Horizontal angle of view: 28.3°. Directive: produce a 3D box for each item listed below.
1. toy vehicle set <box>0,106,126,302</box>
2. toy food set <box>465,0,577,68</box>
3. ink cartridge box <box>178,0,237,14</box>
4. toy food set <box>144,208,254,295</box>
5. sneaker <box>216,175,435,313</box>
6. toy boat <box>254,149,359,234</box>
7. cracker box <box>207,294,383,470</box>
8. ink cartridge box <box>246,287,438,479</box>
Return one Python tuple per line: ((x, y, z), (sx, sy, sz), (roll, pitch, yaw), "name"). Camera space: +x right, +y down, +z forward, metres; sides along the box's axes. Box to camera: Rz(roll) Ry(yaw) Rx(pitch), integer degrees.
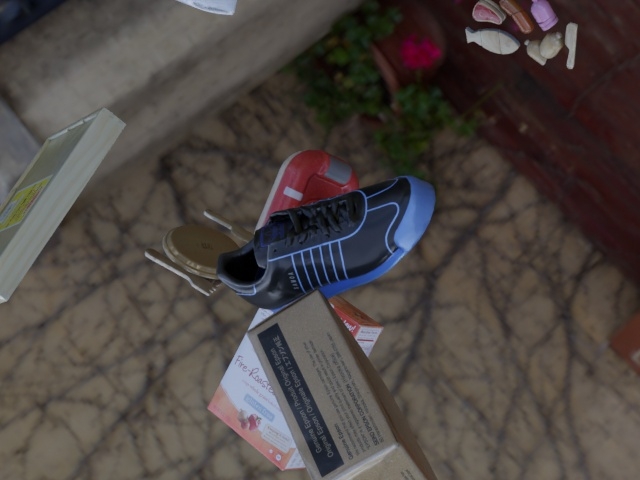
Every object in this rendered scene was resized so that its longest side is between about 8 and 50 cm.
((-0.349, -0.034, 1.529), (0.035, 0.266, 0.166), (41, 152, -23), "toy vehicle set")
((0.205, -0.217, 1.284), (0.122, 0.019, 0.078), (23, 144, 24), "toy food set")
((-0.106, -0.336, 1.197), (0.181, 0.056, 0.224), (34, 112, 59), "ink cartridge box")
((-0.164, 0.026, 1.808), (0.132, 0.192, 0.038), (31, 120, 13), "toy food set")
((0.000, 0.000, 1.194), (0.090, 0.081, 0.232), (28, 132, -34), "sneaker")
((-0.002, -0.022, 2.017), (0.151, 0.231, 0.151), (21, 180, -40), "toy boat")
((-0.037, 0.175, 1.741), (0.156, 0.232, 0.067), (34, -168, 31), "cracker box")
((0.037, 0.189, 1.212), (0.193, 0.088, 0.234), (60, -177, 41), "ink cartridge box")
